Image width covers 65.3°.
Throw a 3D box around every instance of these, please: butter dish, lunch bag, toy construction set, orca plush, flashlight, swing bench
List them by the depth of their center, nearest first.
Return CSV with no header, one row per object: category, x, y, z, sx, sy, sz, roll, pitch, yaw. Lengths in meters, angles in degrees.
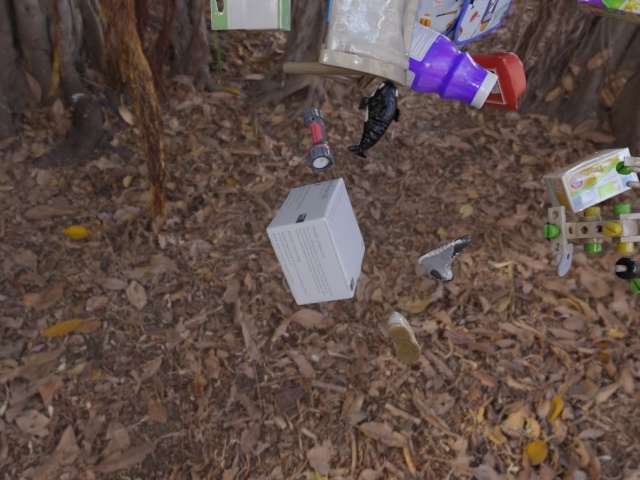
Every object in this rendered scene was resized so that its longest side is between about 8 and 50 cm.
swing bench,0.062,-0.367,0.735,0.165,0.253,0.255,6,14,-19
toy construction set,0.699,-0.062,1.236,0.238,0.308,0.257,3,22,-20
butter dish,0.492,-0.446,1.343,0.118,0.160,0.160,-34,29,-7
lunch bag,0.429,-0.742,1.623,0.328,0.385,0.238,-33,93,-35
orca plush,0.188,-0.433,1.746,0.151,0.287,0.102,39,6,0
flashlight,-0.019,-0.400,1.948,0.103,0.103,0.303,-12,54,0

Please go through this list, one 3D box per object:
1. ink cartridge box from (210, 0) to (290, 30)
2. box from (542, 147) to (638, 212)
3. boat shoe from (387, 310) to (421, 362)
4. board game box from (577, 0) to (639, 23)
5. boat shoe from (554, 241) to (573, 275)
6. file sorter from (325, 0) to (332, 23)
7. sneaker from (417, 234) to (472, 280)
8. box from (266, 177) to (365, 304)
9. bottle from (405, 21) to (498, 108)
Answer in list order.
ink cartridge box,-0.195,-0.670,1.381,0.235,0.171,0.056,11,19,27
box,0.753,-0.168,1.399,0.203,0.114,0.103,-25,9,-1
boat shoe,0.202,0.233,1.209,0.063,0.170,0.059,-15,41,12
board game box,0.918,-0.715,1.436,0.275,0.144,0.142,27,22,27
boat shoe,0.638,0.046,1.320,0.035,0.100,0.035,-15,30,-17
file sorter,0.096,-0.545,1.070,0.118,0.170,0.104,9,-4,-29
sneaker,0.471,0.074,1.803,0.086,0.229,0.132,-18,80,-46
box,0.000,0.000,0.985,0.119,0.181,0.181,-10,27,19
bottle,0.192,-0.343,0.946,0.283,0.092,0.118,29,61,7
